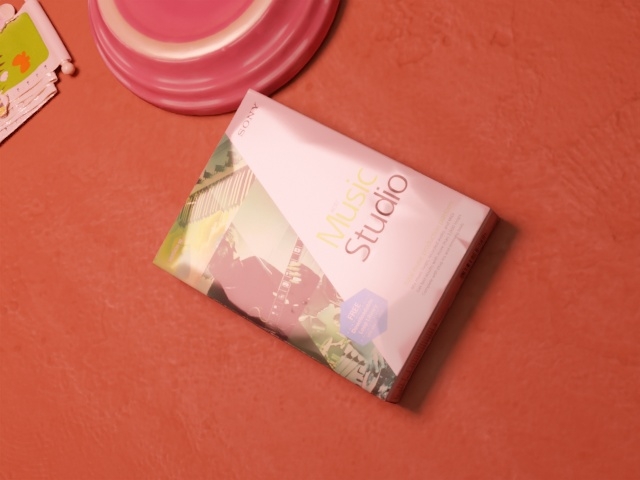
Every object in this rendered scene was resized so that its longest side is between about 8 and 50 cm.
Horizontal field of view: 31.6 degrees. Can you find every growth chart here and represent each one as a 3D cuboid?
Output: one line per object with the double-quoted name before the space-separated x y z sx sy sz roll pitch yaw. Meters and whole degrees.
"growth chart" -0.423 -0.200 1.452 0.237 0.021 0.172 -44 68 5

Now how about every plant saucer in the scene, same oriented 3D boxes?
"plant saucer" -0.140 -0.318 1.346 0.332 0.084 0.332 -4 77 19

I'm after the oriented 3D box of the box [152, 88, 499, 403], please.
"box" 0.000 0.000 1.243 0.322 0.058 0.232 28 88 23
